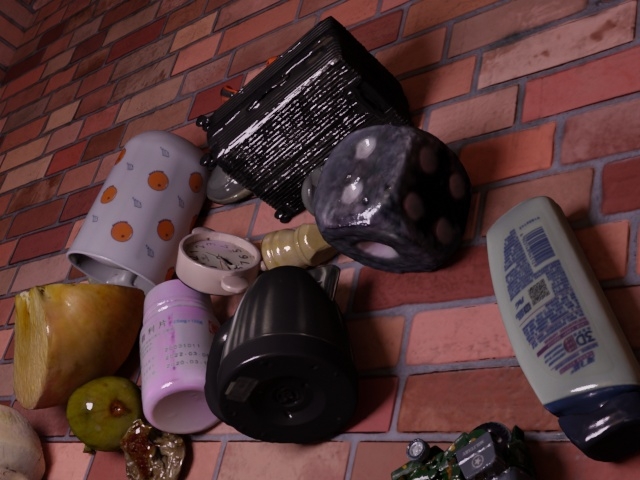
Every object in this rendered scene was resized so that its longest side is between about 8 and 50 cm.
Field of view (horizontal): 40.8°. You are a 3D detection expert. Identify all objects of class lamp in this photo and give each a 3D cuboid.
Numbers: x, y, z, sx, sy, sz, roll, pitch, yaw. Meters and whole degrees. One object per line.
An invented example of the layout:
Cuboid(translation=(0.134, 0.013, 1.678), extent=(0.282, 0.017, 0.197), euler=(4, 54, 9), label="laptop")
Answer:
Cuboid(translation=(0.019, -0.083, 1.504), extent=(0.105, 0.105, 0.105), euler=(-27, 44, 30), label="lamp")

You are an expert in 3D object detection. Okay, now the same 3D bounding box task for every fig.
Cuboid(translation=(-0.399, 0.326, 1.618), extent=(0.142, 0.148, 0.186), euler=(-21, 2, -17), label="fig")

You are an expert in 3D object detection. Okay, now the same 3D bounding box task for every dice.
Cuboid(translation=(0.111, -0.062, 1.326), extent=(0.181, 0.182, 0.183), euler=(-3, 60, 44), label="dice")

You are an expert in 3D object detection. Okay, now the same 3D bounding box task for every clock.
Cuboid(translation=(-0.186, 0.044, 1.585), extent=(0.229, 0.155, 0.063), euler=(50, 133, 49), label="clock")

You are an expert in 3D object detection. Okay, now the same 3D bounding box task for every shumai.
Cuboid(translation=(-0.303, 0.382, 1.501), extent=(0.139, 0.105, 0.123), euler=(134, 147, -54), label="shumai")

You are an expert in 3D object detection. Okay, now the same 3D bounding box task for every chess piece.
Cuboid(translation=(0.000, 0.000, 1.475), extent=(0.200, 0.090, 0.090), euler=(-20, 48, 33), label="chess piece")

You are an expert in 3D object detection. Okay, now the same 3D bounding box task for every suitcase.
Cuboid(translation=(-0.029, -0.215, 1.555), extent=(0.335, 0.229, 0.152), euler=(-36, 41, 22), label="suitcase")

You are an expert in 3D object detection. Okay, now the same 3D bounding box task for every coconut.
Cuboid(translation=(-0.684, 0.446, 1.744), extent=(0.227, 0.227, 0.230), euler=(-50, 38, 4), label="coconut")

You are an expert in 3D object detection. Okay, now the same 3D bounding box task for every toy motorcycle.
Cuboid(translation=(0.143, 0.333, 1.037), extent=(0.274, 0.125, 0.187), euler=(-39, 30, 18), label="toy motorcycle")

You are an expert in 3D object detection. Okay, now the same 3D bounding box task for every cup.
Cuboid(translation=(-0.363, -0.061, 1.809), extent=(0.212, 0.212, 0.317), euler=(-1, 59, 46), label="cup")

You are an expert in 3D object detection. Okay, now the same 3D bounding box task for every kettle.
Cuboid(translation=(-0.056, 0.161, 1.345), extent=(0.271, 0.207, 0.251), euler=(-91, 18, -50), label="kettle")

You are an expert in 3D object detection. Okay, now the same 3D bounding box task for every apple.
Cuboid(translation=(-0.491, 0.182, 1.696), extent=(0.314, 0.252, 0.309), euler=(-48, 23, -28), label="apple")

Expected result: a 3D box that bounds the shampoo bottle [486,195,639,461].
Cuboid(translation=(0.299, 0.106, 1.082), extent=(0.134, 0.078, 0.359), euler=(-38, 40, 25), label="shampoo bottle")

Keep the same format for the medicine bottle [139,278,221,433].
Cuboid(translation=(-0.245, 0.200, 1.524), extent=(0.152, 0.152, 0.254), euler=(-38, 40, 19), label="medicine bottle")

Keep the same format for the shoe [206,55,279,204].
Cuboid(translation=(-0.147, -0.234, 1.744), extent=(0.336, 0.171, 0.132), euler=(-52, 38, 0), label="shoe")

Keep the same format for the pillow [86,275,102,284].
Cuboid(translation=(-0.487, 0.059, 1.975), extent=(0.148, 0.050, 0.230), euler=(-48, 40, 12), label="pillow")
